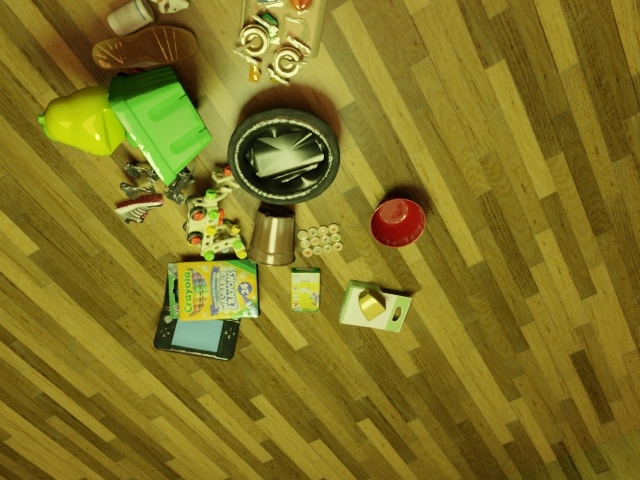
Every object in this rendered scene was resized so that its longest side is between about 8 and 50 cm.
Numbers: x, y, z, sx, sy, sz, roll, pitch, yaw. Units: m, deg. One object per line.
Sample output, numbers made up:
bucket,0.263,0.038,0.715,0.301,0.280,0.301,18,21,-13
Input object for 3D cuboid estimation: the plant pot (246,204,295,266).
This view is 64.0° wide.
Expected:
plant pot,-0.153,-0.022,1.696,0.166,0.167,0.165,8,112,-6

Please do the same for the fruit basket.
fruit basket,-0.508,-0.299,1.347,0.391,0.392,0.283,-22,123,10

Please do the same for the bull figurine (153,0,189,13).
bull figurine,-0.444,-0.736,1.301,0.310,0.101,0.188,38,108,-23

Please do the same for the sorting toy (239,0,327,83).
sorting toy,-0.110,-0.586,1.431,0.228,0.041,0.308,8,119,-7

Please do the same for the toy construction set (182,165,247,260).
toy construction set,-0.327,-0.074,1.640,0.214,0.151,0.328,-8,123,-28

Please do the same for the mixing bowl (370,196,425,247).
mixing bowl,0.250,-0.076,1.705,0.181,0.098,0.182,-1,119,-2

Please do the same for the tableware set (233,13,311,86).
tableware set,-0.138,-0.523,1.432,0.194,0.039,0.128,27,121,-20

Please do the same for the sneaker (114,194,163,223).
sneaker,-0.586,-0.098,1.686,0.170,0.063,0.075,-13,119,11

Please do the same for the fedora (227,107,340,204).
fedora,-0.106,-0.268,1.550,0.333,0.153,0.334,1,120,2

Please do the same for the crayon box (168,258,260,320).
crayon box,-0.377,0.171,1.783,0.322,0.083,0.203,-3,89,0

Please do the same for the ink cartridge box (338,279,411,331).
ink cartridge box,0.202,0.248,1.915,0.234,0.056,0.171,9,119,-9

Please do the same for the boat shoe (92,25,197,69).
boat shoe,-0.487,-0.534,1.422,0.276,0.096,0.098,-14,109,-17

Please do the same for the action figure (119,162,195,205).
action figure,-0.472,-0.193,1.574,0.275,0.141,0.164,1,87,23

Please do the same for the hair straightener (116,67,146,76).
hair straightener,-0.489,-0.437,1.509,0.230,0.047,0.089,24,117,-20

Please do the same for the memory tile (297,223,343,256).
memory tile,0.000,0.000,1.790,0.147,0.012,0.113,-11,120,5

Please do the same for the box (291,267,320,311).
box,-0.055,0.185,1.879,0.105,0.043,0.179,1,118,-3

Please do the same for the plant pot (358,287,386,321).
plant pot,0.178,0.221,1.826,0.081,0.081,0.083,-35,105,17

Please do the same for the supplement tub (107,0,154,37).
supplement tub,-0.513,-0.606,1.389,0.107,0.071,0.071,-23,118,10

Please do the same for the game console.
game console,-0.432,0.271,1.848,0.292,0.250,0.173,11,146,-8
